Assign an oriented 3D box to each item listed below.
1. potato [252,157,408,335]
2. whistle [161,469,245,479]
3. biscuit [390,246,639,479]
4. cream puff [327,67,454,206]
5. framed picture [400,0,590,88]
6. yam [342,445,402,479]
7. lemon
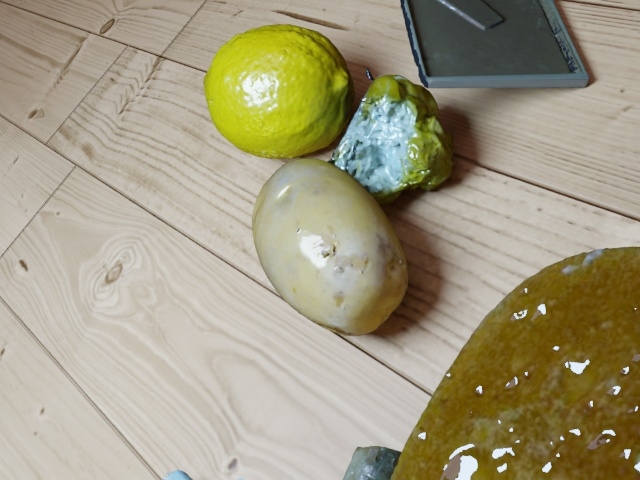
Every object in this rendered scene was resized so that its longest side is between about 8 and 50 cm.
[{"bbox_3d":[0.000,0.000,0.734,0.150,0.146,0.234,-52,46,8],"label":"potato"},{"bbox_3d":[-0.104,0.329,0.635,0.180,0.093,0.269,-45,41,6],"label":"whistle"},{"bbox_3d":[0.202,0.166,0.501,0.367,0.063,0.314,-55,32,-14],"label":"biscuit"},{"bbox_3d":[0.087,-0.110,0.788,0.156,0.156,0.121,-4,16,31],"label":"cream puff"},{"bbox_3d":[0.193,-0.278,0.827,0.192,0.018,0.265,-1,54,-6],"label":"framed picture"},{"bbox_3d":[0.012,0.289,0.574,0.061,0.061,0.253,2,51,33],"label":"yam"},{"bbox_3d":[-0.053,-0.193,0.889,0.193,0.180,0.180,-22,51,19],"label":"lemon"}]
